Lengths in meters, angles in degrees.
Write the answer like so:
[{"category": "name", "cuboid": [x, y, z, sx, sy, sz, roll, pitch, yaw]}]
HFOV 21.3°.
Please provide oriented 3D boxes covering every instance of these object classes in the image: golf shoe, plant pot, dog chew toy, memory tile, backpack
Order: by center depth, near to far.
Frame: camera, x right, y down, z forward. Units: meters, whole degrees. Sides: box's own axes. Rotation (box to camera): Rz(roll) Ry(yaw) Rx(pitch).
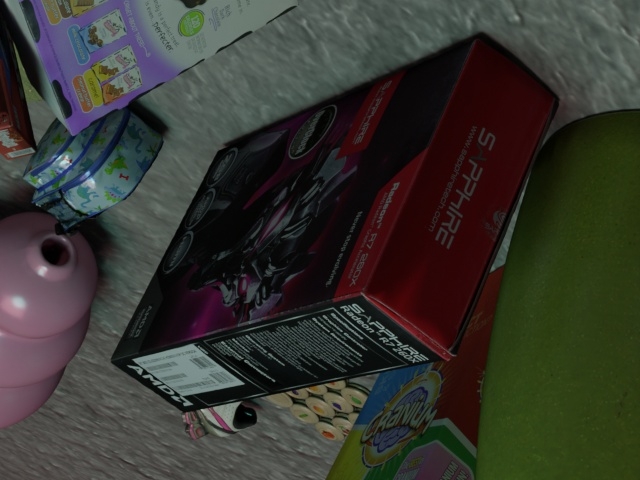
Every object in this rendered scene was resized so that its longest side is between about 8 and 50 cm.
[{"category": "plant pot", "cuboid": [0.228, 0.105, 1.233, 0.274, 0.293, 0.275, 22, 151, 13]}, {"category": "backpack", "cuboid": [-0.206, -0.073, 1.530, 0.114, 0.105, 0.084, -17, 129, 46]}, {"category": "dog chew toy", "cuboid": [-0.339, 0.076, 1.804, 0.206, 0.207, 0.332, 35, 144, -11]}, {"category": "memory tile", "cuboid": [0.010, 0.177, 1.839, 0.113, 0.012, 0.148, 39, 151, -17]}, {"category": "golf shoe", "cuboid": [-0.121, 0.152, 1.876, 0.086, 0.067, 0.186, -7, 143, 7]}]

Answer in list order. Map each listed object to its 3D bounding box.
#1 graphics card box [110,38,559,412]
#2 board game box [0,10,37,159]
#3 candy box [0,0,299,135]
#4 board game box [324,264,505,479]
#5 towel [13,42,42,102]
[{"category": "graphics card box", "cuboid": [0.000, 0.000, 1.330, 0.094, 0.233, 0.371, 36, 152, -22]}, {"category": "board game box", "cuboid": [-0.247, -0.203, 1.190, 0.027, 0.281, 0.145, -13, 177, -5]}, {"category": "candy box", "cuboid": [-0.122, -0.189, 1.167, 0.070, 0.196, 0.165, 50, 163, 32]}, {"category": "board game box", "cuboid": [0.086, 0.181, 1.459, 0.064, 0.316, 0.242, 35, 151, -10]}, {"category": "towel", "cuboid": [-0.286, -0.165, 1.531, 0.148, 0.027, 0.110, -4, 138, 44]}]
